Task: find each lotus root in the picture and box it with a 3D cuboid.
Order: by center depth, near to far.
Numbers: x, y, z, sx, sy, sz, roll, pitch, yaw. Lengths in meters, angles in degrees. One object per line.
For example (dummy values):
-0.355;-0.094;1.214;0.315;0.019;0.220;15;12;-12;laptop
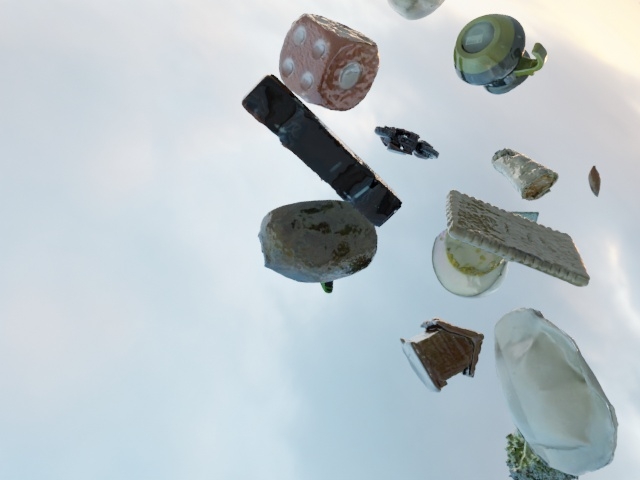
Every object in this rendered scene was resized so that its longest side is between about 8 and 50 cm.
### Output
0.001;-0.004;1.693;0.314;0.142;0.210;-8;-113;-21;lotus root

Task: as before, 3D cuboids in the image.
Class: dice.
0.016;-0.418;1.475;0.175;0.174;0.179;-8;-140;-46;dice

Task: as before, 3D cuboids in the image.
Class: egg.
0.514;0.094;2.110;0.271;0.206;0.162;27;-172;39;egg

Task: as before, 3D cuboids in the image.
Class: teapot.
0.308;-0.313;1.064;0.166;0.130;0.119;21;177;44;teapot

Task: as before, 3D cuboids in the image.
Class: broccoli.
0.666;0.549;1.900;0.275;0.353;0.397;8;-128;-12;broccoli

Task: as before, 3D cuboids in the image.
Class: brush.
0.538;-0.006;1.711;0.083;0.205;0.011;2;-132;8;brush

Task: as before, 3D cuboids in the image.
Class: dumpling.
0.499;0.307;1.328;0.181;0.260;0.341;13;-116;-15;dumpling

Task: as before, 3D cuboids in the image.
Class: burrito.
0.450;-0.152;1.403;0.060;0.087;0.226;29;-162;-20;burrito

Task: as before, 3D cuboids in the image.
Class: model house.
0.398;0.349;2.004;0.199;0.229;0.219;86;158;-79;model house

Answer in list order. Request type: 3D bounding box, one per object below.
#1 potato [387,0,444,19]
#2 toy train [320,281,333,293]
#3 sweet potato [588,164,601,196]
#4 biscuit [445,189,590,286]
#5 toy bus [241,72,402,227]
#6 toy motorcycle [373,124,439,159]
0.231;-0.613;1.525;0.235;0.161;0.128;-28;-87;-50;potato
0.004;0.086;2.157;0.044;0.042;0.209;5;-133;-38;toy train
0.780;-0.167;1.783;0.034;0.034;0.095;-36;-66;-55;sweet potato
0.429;-0.006;1.392;0.325;0.044;0.217;21;-152;-3;biscuit
0.009;-0.184;1.309;0.409;0.093;0.092;41;-165;-25;toy bus
0.262;-0.299;1.936;0.213;0.082;0.122;24;-171;-1;toy motorcycle
